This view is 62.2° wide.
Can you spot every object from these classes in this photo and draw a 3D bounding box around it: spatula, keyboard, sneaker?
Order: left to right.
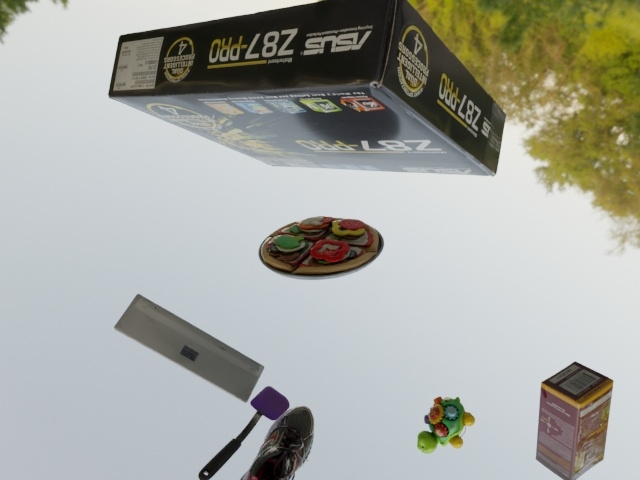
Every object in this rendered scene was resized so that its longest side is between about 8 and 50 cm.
[{"bbox_3d":[-0.219,0.184,0.906,0.256,0.014,0.072,32,-116,-8],"label":"keyboard"},{"bbox_3d":[-0.178,0.451,1.246,0.084,0.030,0.296,30,-137,19],"label":"spatula"},{"bbox_3d":[-0.086,0.505,1.242,0.121,0.112,0.299,33,-143,4],"label":"sneaker"}]

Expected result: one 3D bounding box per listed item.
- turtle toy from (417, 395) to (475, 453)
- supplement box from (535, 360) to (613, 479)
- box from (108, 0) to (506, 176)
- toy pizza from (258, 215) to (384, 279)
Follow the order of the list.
[{"bbox_3d":[0.241,0.368,1.058,0.066,0.130,0.095,30,178,-20],"label":"turtle toy"},{"bbox_3d":[0.469,0.336,0.985,0.104,0.188,0.081,-18,-155,-27],"label":"supplement box"},{"bbox_3d":[-0.013,-0.168,0.664,0.395,0.097,0.318,9,178,35],"label":"box"},{"bbox_3d":[0.000,0.000,0.843,0.201,0.032,0.201,-5,-153,2],"label":"toy pizza"}]
